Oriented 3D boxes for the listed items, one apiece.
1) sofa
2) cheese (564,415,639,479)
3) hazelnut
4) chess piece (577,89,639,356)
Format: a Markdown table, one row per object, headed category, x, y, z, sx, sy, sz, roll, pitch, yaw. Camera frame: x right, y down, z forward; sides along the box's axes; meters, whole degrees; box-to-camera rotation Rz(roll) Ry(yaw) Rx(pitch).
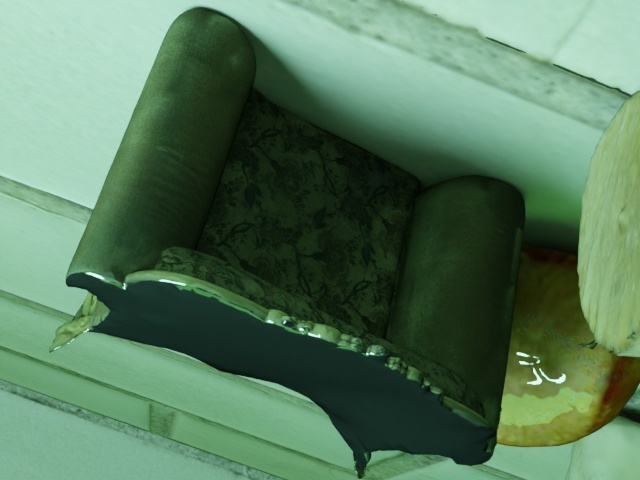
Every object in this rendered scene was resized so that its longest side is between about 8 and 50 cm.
| category | x | y | z | sx | sy | sz | roll | pitch | yaw |
| --- | --- | --- | --- | --- | --- | --- | --- | --- | --- |
| sofa | 0.000 | 0.000 | 0.563 | 0.258 | 0.200 | 0.182 | 28 | 147 | -21 |
| cheese | 0.421 | 0.303 | 1.030 | 0.328 | 0.130 | 0.351 | 13 | 158 | 17 |
| hazelnut | 0.153 | 0.074 | 0.682 | 0.150 | 0.150 | 0.150 | 16 | 160 | 6 |
| chess piece | 0.280 | 0.007 | 0.450 | 0.300 | 0.137 | 0.137 | 7 | 159 | 1 |
